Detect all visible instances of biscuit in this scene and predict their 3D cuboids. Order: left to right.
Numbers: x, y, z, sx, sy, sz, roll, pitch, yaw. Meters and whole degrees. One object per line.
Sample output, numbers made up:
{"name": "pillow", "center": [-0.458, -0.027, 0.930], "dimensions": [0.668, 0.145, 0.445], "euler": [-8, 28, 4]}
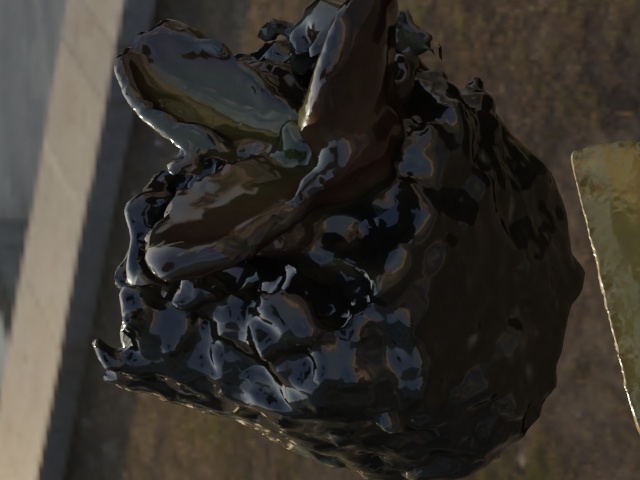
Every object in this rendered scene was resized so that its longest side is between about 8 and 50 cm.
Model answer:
{"name": "biscuit", "center": [0.200, 0.029, 0.903], "dimensions": [0.052, 0.056, 0.188], "euler": [44, -147, -69]}

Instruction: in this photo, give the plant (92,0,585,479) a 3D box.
{"name": "plant", "center": [0.000, 0.000, 0.661], "dimensions": [0.204, 0.234, 0.178], "euler": [-1, 61, 45]}
